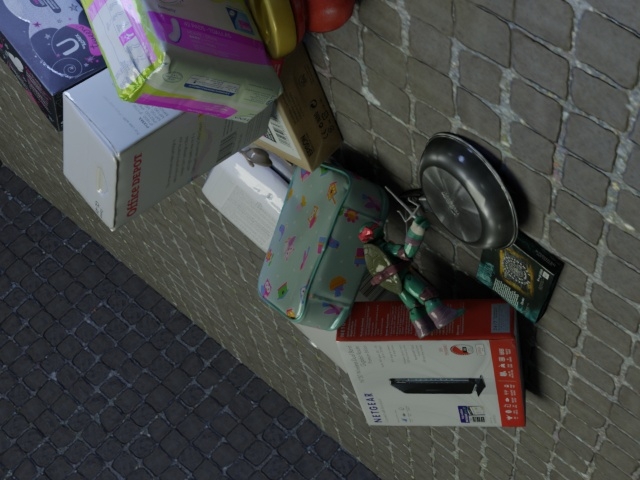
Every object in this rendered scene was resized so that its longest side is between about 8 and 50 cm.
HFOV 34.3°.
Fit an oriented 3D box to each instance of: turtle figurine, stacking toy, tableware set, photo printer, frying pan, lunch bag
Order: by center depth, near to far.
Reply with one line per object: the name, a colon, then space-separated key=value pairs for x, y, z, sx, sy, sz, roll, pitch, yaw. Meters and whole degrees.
stacking toy: x=-0.045 y=-0.418 z=1.300 sx=0.309 sy=0.130 sz=0.279 roll=94 pitch=154 yaw=-63
frying pan: x=0.174 y=-0.083 z=1.559 sx=0.326 sy=0.053 sz=0.197 roll=28 pitch=146 yaw=53
turtle figurine: x=0.132 y=0.037 z=1.653 sx=0.234 sy=0.118 sz=0.175 roll=59 pitch=173 yaw=4
lunch bag: x=0.000 y=0.000 z=1.777 sx=0.108 sy=0.279 sz=0.224 roll=19 pitch=-176 yaw=-28
tableware set: x=-0.101 y=-0.168 z=1.870 sx=0.169 sy=0.020 sz=0.141 roll=5 pitch=-150 yaw=-40
photo printer: x=-0.103 y=-0.087 z=2.049 sx=0.256 sy=0.107 sz=0.307 roll=42 pitch=162 yaw=-2

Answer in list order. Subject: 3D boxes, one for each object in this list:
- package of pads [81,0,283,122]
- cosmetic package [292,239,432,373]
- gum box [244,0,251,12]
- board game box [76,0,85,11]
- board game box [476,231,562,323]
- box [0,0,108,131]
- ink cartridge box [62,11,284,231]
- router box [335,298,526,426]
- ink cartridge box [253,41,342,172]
package of pads: x=-0.197 y=-0.301 z=1.326 sx=0.229 sy=0.101 sz=0.296 roll=3 pitch=-123 yaw=-52
cosmetic package: x=0.064 y=0.125 z=2.079 sx=0.197 sy=0.155 sz=0.365 roll=43 pitch=162 yaw=3
gum box: x=-0.194 y=-0.345 z=1.576 sx=0.107 sy=0.188 sz=0.062 roll=47 pitch=164 yaw=19
board game box: x=-0.445 y=-0.428 z=2.065 sx=0.213 sy=0.046 sz=0.317 roll=39 pitch=157 yaw=37
board game box: x=0.303 y=0.048 z=1.602 sx=0.126 sy=0.026 sz=0.186 roll=40 pitch=161 yaw=19
box: x=-0.511 y=-0.368 z=2.002 sx=0.247 sy=0.163 sz=0.142 roll=51 pitch=159 yaw=13
ink cartridge box: x=-0.213 y=-0.182 z=1.505 sx=0.131 sy=0.306 sz=0.226 roll=48 pitch=152 yaw=14
router box: x=0.207 y=0.225 z=1.851 sx=0.301 sy=0.082 sz=0.335 roll=-2 pitch=145 yaw=14
ink cartridge box: x=-0.085 y=-0.245 z=1.710 sx=0.193 sy=0.088 sz=0.234 roll=28 pitch=156 yaw=38
